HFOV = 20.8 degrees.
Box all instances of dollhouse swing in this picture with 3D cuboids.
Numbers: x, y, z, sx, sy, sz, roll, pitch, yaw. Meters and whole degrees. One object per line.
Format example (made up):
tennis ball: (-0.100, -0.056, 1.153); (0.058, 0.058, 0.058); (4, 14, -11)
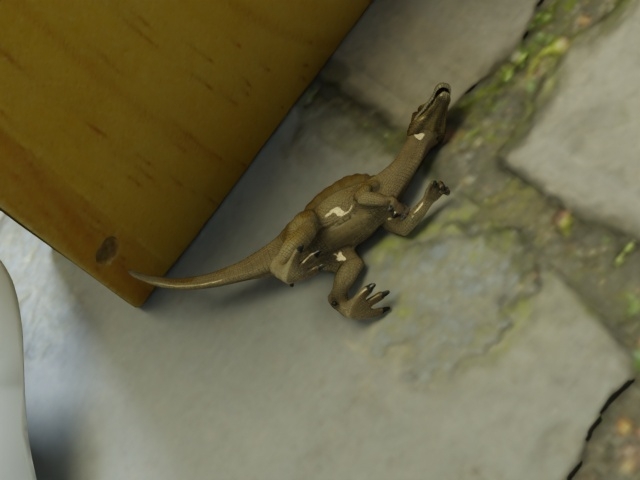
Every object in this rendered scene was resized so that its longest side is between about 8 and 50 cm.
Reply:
dollhouse swing: (-0.129, -0.202, 0.921); (0.305, 0.315, 0.347); (34, 84, 28)

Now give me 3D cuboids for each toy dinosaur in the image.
toy dinosaur: (0.000, 0.000, 0.831); (0.183, 0.053, 0.092); (-33, 27, 6)

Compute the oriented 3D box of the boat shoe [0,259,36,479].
boat shoe: (-0.197, 0.143, 0.846); (0.102, 0.108, 0.301); (-51, 42, 50)
